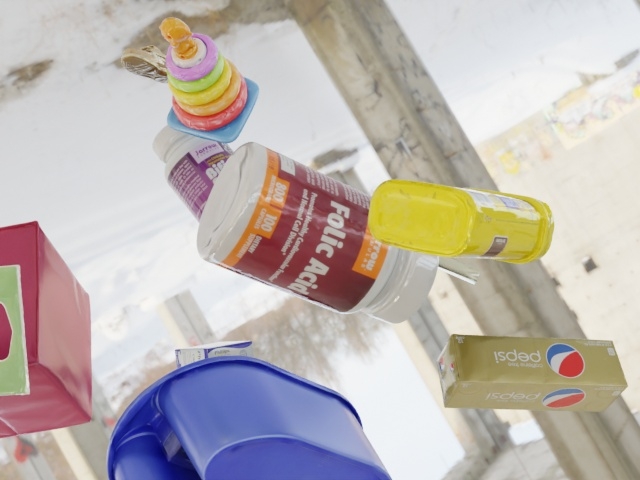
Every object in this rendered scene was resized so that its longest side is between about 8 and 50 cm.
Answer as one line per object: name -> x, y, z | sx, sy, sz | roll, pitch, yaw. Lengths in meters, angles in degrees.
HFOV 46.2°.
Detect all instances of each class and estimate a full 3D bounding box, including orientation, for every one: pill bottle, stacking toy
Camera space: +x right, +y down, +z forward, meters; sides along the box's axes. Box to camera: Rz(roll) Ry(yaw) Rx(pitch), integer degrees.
pill bottle -> 0.000, 0.000, 1.341 | 0.224, 0.392, 0.224 | -49, -152, 38
pill bottle -> -0.253, -0.139, 1.738 | 0.169, 0.301, 0.169 | -38, 167, -10
stacking toy -> -0.247, -0.340, 1.479 | 0.302, 0.175, 0.165 | 66, 43, -65

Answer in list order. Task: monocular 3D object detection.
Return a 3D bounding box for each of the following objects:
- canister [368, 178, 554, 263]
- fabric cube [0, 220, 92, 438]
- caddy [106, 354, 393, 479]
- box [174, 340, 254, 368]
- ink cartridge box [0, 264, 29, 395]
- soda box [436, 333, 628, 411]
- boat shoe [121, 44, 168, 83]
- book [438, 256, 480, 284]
canister -> 0.144, -0.019, 0.766 | 0.126, 0.073, 0.170 | 13, -174, 40
fabric cube -> -0.533, 0.158, 1.209 | 0.259, 0.254, 0.258 | -10, 150, -3
caddy -> -0.079, 0.273, 0.879 | 0.241, 0.341, 0.179 | -53, -145, 9
box -> -0.240, 0.272, 1.706 | 0.126, 0.072, 0.137 | -4, 176, -42
ink cartridge box -> -0.486, 0.119, 0.969 | 0.235, 0.171, 0.056 | -4, -179, 2
soda box -> 0.219, 0.140, 0.790 | 0.182, 0.058, 0.061 | 3, 141, -9
boat shoe -> -0.352, -0.371, 1.543 | 0.063, 0.059, 0.170 | -7, 174, 19
book -> 0.267, 0.051, 1.594 | 0.035, 0.144, 0.096 | -66, 168, -4
